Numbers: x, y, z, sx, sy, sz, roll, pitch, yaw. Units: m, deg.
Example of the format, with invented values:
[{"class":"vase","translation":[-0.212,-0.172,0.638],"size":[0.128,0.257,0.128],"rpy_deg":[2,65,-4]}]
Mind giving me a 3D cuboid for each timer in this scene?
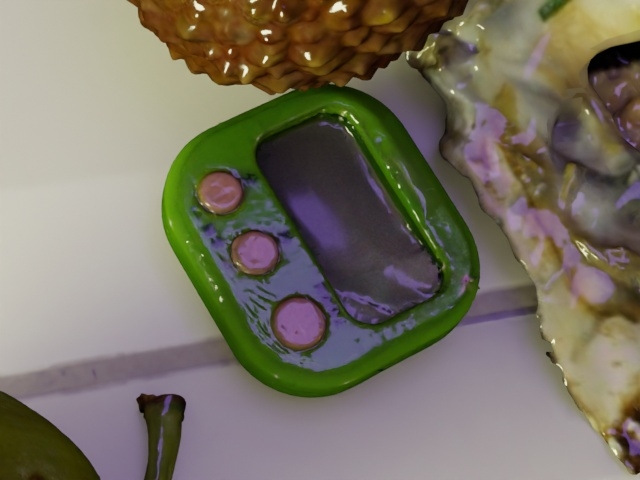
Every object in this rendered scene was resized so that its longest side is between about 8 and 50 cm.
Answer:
[{"class":"timer","translation":[0.000,0.000,0.791],"size":[0.128,0.047,0.140],"rpy_deg":[-26,76,-21]}]

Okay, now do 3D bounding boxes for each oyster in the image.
[{"class":"oyster","translation":[0.175,-0.046,0.832],"size":[0.201,0.107,0.354],"rpy_deg":[-29,81,10]}]

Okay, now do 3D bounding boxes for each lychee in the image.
[{"class":"lychee","translation":[-0.011,-0.165,0.767],"size":[0.200,0.238,0.200],"rpy_deg":[18,66,-47]}]

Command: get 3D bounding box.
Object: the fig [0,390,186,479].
[{"class":"fig","translation":[-0.143,0.126,0.672],"size":[0.142,0.186,0.148],"rpy_deg":[-37,51,18]}]
